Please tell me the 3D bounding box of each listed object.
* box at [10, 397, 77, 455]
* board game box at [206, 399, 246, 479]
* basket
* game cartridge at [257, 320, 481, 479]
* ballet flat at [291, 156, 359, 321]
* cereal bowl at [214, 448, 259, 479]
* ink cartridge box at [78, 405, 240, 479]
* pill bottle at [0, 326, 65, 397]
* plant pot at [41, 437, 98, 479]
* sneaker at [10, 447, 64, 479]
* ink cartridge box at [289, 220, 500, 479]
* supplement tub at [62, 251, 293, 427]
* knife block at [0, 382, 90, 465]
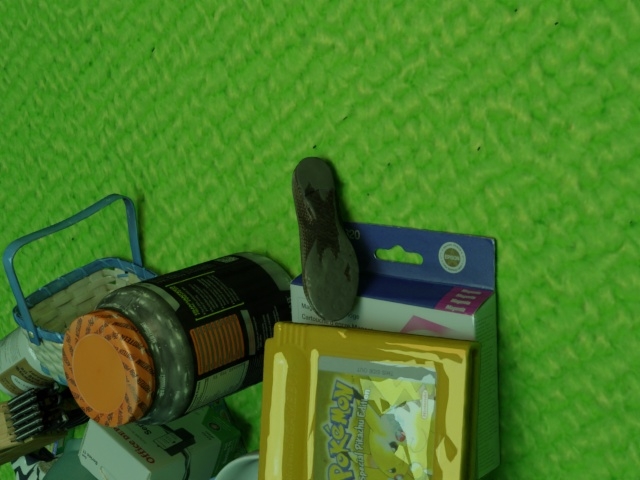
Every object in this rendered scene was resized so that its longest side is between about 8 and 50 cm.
[{"bbox_3d":[-0.559,0.333,2.175,0.179,0.043,0.105,32,119,32],"label":"box"},{"bbox_3d":[-0.196,0.366,1.879,0.160,0.039,0.211,-29,81,40],"label":"board game box"},{"bbox_3d":[-0.395,0.092,1.832,0.201,0.255,0.288,20,125,37],"label":"basket"},{"bbox_3d":[0.057,0.263,1.487,0.324,0.053,0.285,3,91,31],"label":"game cartridge"},{"bbox_3d":[0.000,0.000,1.568,0.058,0.084,0.249,123,139,-63],"label":"ballet flat"},{"bbox_3d":[-0.016,0.469,1.686,0.339,0.141,0.338,11,108,37],"label":"cereal bowl"},{"bbox_3d":[-0.257,0.329,1.755,0.153,0.208,0.086,33,118,28],"label":"ink cartridge box"},{"bbox_3d":[-0.507,0.201,2.036,0.229,0.131,0.131,-32,80,41],"label":"pill bottle"},{"bbox_3d":[-0.367,0.450,1.913,0.293,0.293,0.196,-14,66,41],"label":"plant pot"},{"bbox_3d":[-0.531,0.496,2.160,0.235,0.094,0.153,12,111,38],"label":"sneaker"},{"bbox_3d":[0.097,0.146,1.556,0.324,0.071,0.330,7,107,39],"label":"ink cartridge box"},{"bbox_3d":[-0.197,0.146,1.623,0.207,0.338,0.207,11,108,38],"label":"supplement tub"},{"bbox_3d":[-0.539,0.346,2.087,0.275,0.242,0.088,119,135,-68],"label":"knife block"}]
